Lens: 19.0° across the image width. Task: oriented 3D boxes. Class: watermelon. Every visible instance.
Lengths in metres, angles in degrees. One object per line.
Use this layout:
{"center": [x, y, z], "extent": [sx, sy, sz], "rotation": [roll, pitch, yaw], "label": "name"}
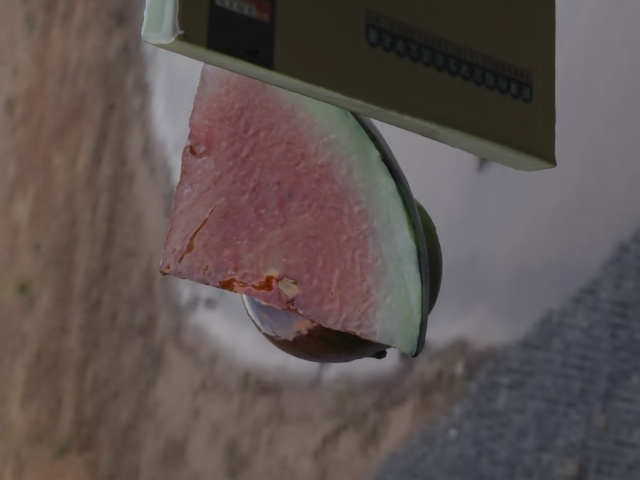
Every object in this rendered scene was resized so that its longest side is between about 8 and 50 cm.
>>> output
{"center": [0.004, -0.015, 0.967], "extent": [0.193, 0.145, 0.137], "rotation": [82, -151, -53], "label": "watermelon"}

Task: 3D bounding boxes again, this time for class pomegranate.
{"center": [0.001, 0.004, 1.168], "extent": [0.129, 0.159, 0.129], "rotation": [-31, 30, 20], "label": "pomegranate"}

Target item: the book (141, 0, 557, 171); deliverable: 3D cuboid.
{"center": [0.024, -0.198, 0.754], "extent": [0.021, 0.217, 0.310], "rotation": [-10, 73, 42], "label": "book"}
